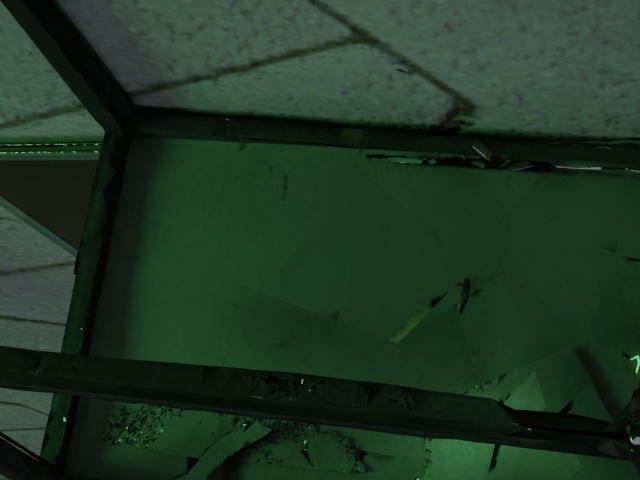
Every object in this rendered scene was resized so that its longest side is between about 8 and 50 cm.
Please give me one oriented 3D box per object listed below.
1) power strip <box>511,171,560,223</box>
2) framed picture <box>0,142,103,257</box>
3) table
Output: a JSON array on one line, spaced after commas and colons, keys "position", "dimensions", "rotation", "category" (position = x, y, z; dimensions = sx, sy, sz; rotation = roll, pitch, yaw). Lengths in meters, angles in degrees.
[{"position": [0.069, 0.007, 1.019], "dimensions": [0.118, 0.046, 0.270], "rotation": [26, 156, -38], "category": "power strip"}, {"position": [-0.134, -0.021, 1.098], "dimensions": [0.142, 0.011, 0.183], "rotation": [1, 159, 26], "category": "framed picture"}, {"position": [0.000, 0.000, 0.767], "dimensions": [0.335, 0.222, 0.272], "rotation": [4, 160, 16], "category": "table"}]
